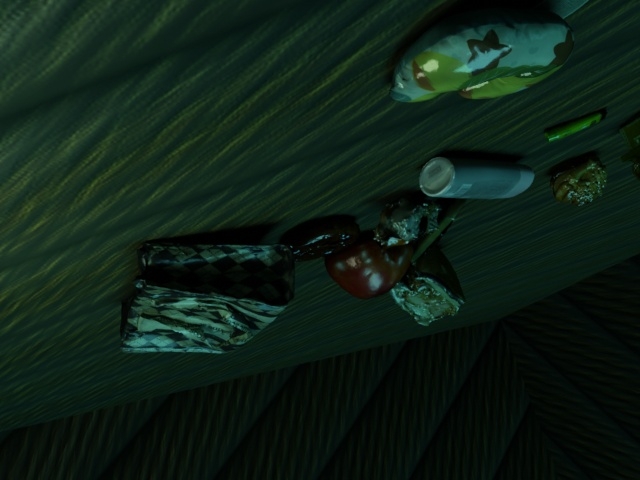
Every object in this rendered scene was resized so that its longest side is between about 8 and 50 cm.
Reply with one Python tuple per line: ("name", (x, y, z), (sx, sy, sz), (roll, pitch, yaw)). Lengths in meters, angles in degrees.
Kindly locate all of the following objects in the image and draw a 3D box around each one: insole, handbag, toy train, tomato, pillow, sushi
("insole", (0.277, -0.288, 0.954), (0.232, 0.003, 0.080), (-30, 159, 38))
("handbag", (-0.268, 0.124, 1.487), (0.317, 0.180, 0.416), (5, 157, -23))
("toy train", (0.691, -0.211, 1.376), (0.090, 0.137, 0.225), (-15, 168, -22))
("tomato", (0.127, 0.074, 1.731), (0.233, 0.139, 0.200), (-5, 166, -36))
("pillow", (0.219, -0.240, 0.930), (0.234, 0.086, 0.214), (-9, 172, -25))
("sushi", (0.193, -0.047, 1.489), (0.103, 0.097, 0.226), (-22, 178, 37))

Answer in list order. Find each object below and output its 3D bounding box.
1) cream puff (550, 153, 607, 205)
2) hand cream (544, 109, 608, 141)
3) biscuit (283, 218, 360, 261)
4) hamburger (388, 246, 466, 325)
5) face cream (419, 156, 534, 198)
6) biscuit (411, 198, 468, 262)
("cream puff", (0.598, -0.134, 1.595), (0.133, 0.104, 0.119), (-29, 153, 31))
("hand cream", (0.496, -0.223, 1.342), (0.122, 0.023, 0.036), (-22, 159, 4))
("biscuit", (0.000, 0.000, 1.536), (0.192, 0.049, 0.192), (-18, 170, -3))
("hamburger", (0.290, 0.111, 1.960), (0.168, 0.192, 0.288), (-30, 134, 22))
("face cream", (0.317, -0.122, 1.400), (0.269, 0.073, 0.107), (-1, 162, -41))
("biscuit", (0.280, -0.028, 1.670), (0.099, 0.038, 0.322), (-53, 175, -21))
